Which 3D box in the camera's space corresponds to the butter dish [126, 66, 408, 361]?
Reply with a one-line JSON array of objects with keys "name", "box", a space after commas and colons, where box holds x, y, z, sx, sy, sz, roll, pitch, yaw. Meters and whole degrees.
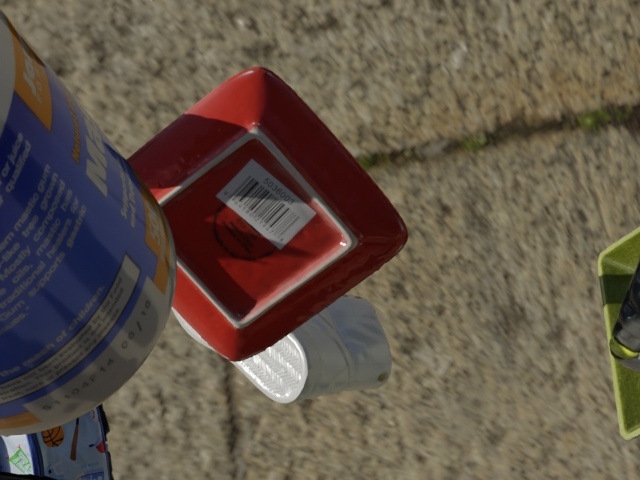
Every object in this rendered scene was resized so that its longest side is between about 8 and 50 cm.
[{"name": "butter dish", "box": [-0.044, -0.031, 1.088, 0.160, 0.118, 0.160, -36, 108, 18]}]

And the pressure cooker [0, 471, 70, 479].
[{"name": "pressure cooker", "box": [-0.177, 0.325, 0.635, 0.369, 0.420, 0.376, 9, 56, -23]}]

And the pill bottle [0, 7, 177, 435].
[{"name": "pill bottle", "box": [-0.177, -0.032, 0.695, 0.152, 0.272, 0.152, -8, 61, 15]}]

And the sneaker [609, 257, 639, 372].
[{"name": "sneaker", "box": [0.250, 0.036, 0.788, 0.147, 0.384, 0.145, 23, 101, 21]}]

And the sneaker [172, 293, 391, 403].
[{"name": "sneaker", "box": [-0.046, 0.079, 1.826, 0.292, 0.169, 0.108, 45, 120, 37]}]

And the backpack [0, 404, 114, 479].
[{"name": "backpack", "box": [-0.351, 0.241, 1.837, 0.263, 0.213, 0.277, -15, 91, 44]}]

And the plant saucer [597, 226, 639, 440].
[{"name": "plant saucer", "box": [0.325, 0.059, 1.415, 0.188, 0.045, 0.188, -40, 43, 47]}]
